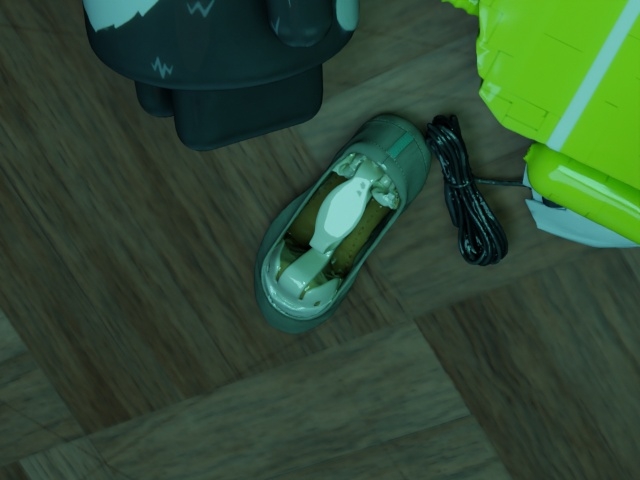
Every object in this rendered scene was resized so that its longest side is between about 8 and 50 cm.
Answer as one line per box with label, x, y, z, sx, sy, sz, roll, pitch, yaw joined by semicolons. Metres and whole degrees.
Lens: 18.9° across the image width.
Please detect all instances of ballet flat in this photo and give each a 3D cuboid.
ballet flat;0.000;0.000;1.292;0.072;0.068;0.213;38;129;3

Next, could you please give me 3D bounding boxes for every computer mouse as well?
computer mouse;0.161;-0.029;1.206;0.193;0.042;0.106;1;118;28

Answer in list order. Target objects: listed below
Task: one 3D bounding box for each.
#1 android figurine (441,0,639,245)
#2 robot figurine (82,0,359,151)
android figurine;0.202;-0.112;1.090;0.272;0.056;0.248;24;118;-2
robot figurine;-0.067;-0.196;1.141;0.209;0.173;0.278;9;123;20
